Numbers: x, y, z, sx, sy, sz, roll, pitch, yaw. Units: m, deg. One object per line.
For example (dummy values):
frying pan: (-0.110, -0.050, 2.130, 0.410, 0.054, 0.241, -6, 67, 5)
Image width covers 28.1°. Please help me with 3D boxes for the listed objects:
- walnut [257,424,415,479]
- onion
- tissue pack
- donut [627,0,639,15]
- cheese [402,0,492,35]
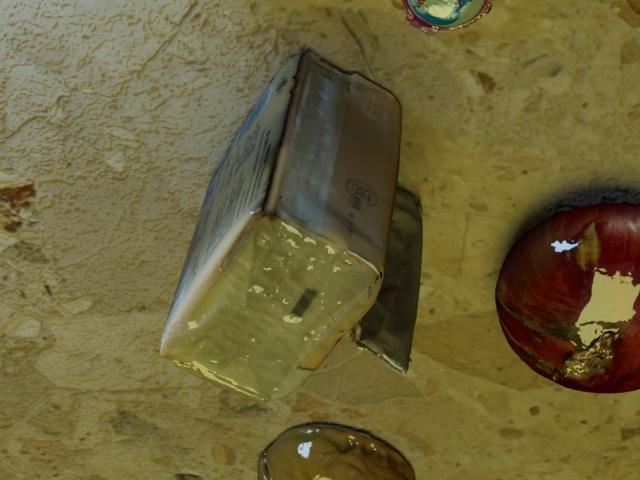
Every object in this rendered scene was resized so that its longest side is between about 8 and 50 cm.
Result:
walnut: (0.020, 0.324, 1.635, 0.211, 0.087, 0.167, 13, 122, -3)
onion: (0.309, 0.071, 1.386, 0.248, 0.161, 0.248, -9, 137, -9)
tissue pack: (0.000, 0.000, 1.268, 0.238, 0.306, 0.239, 3, 125, 5)
donut: (0.352, -0.331, 1.110, 0.277, 0.108, 0.278, 3, 125, 5)
cheese: (0.133, -0.258, 1.231, 0.095, 0.038, 0.145, 27, 125, -13)
